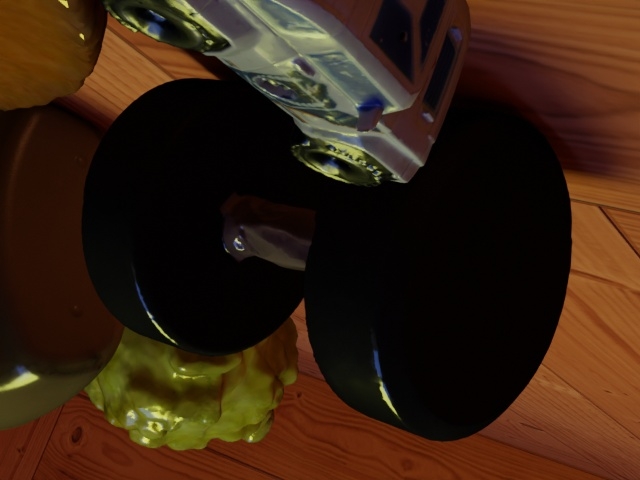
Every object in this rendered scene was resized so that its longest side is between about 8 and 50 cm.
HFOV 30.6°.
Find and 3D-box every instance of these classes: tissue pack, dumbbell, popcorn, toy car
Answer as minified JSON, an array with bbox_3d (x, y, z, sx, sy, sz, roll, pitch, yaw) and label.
[{"bbox_3d":[-0.361,0.009,0.885,0.387,0.267,0.277,13,158,-39],"label":"tissue pack"},{"bbox_3d":[0.000,0.000,0.594,0.218,0.152,0.152,13,167,41],"label":"dumbbell"},{"bbox_3d":[-0.148,0.118,1.318,0.235,0.242,0.250,-29,153,25],"label":"popcorn"},{"bbox_3d":[-0.002,-0.082,0.372,0.070,0.080,0.170,12,165,37],"label":"toy car"}]

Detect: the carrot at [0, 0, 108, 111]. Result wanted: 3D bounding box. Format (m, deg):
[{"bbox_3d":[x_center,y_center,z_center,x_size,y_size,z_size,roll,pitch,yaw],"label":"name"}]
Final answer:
[{"bbox_3d":[-0.188,-0.123,0.344,0.258,0.100,0.307,5,158,23],"label":"carrot"}]
